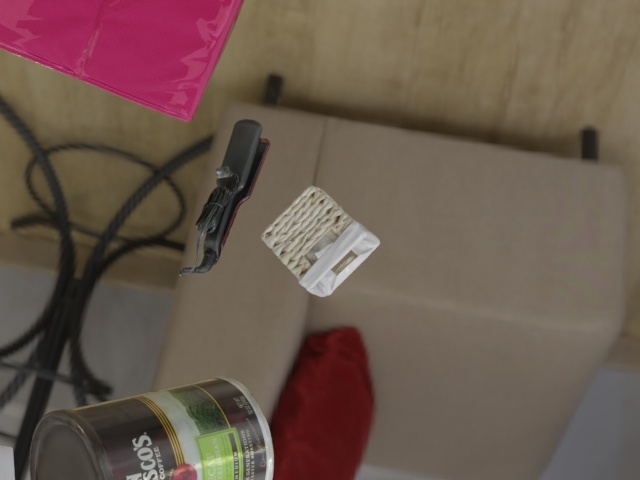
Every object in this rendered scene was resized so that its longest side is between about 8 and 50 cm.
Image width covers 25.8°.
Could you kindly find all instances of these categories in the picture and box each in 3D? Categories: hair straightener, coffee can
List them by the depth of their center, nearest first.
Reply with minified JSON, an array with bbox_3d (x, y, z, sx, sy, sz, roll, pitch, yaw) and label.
[{"bbox_3d":[-0.127,-0.058,1.735,0.047,0.230,0.089,14,153,22],"label":"hair straightener"},{"bbox_3d":[-0.232,0.308,1.933,0.275,0.202,0.201,-9,162,-40],"label":"coffee can"}]

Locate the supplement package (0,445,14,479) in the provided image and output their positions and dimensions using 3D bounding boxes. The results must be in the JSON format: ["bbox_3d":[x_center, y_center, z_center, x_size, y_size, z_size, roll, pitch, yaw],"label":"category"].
[{"bbox_3d":[-0.419,0.321,1.275,0.198,0.199,0.263,15,136,-32],"label":"supplement package"}]

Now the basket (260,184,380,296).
[{"bbox_3d":[0.000,0.000,1.886,0.103,0.113,0.167,45,-177,9],"label":"basket"}]

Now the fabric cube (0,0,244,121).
[{"bbox_3d":[-0.183,-0.327,1.406,0.259,0.254,0.258,21,135,-7],"label":"fabric cube"}]
